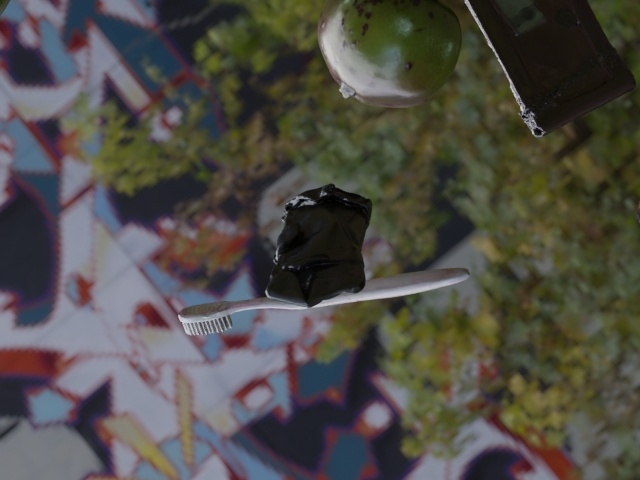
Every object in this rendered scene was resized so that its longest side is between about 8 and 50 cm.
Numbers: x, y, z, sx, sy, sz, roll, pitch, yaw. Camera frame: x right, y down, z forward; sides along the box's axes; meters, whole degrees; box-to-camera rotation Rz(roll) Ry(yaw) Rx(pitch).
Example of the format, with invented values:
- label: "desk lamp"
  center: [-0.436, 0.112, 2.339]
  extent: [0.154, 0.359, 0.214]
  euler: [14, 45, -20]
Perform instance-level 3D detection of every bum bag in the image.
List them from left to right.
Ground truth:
- label: "bum bag"
  center: [0.000, 0.000, 1.472]
  extent: [0.198, 0.087, 0.049]
  euler: [-80, -12, -61]
- label: "bum bag"
  center: [0.198, -0.180, 1.464]
  extent: [0.159, 0.109, 0.026]
  euler: [63, 164, 7]

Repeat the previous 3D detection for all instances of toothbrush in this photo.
- label: "toothbrush"
  center: [0.002, 0.061, 1.677]
  extent: [0.025, 0.307, 0.029]
  euler: [-77, -27, -56]

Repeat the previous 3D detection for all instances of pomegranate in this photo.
- label: "pomegranate"
  center: [0.086, -0.236, 1.780]
  extent: [0.159, 0.205, 0.159]
  euler: [33, -169, -7]

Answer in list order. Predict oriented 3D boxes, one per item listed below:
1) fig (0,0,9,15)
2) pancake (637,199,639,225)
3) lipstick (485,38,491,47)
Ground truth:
- label: "fig"
  center: [-0.375, -0.247, 1.354]
  extent: [0.316, 0.316, 0.316]
  euler: [51, -178, -2]
- label: "pancake"
  center: [0.460, 0.042, 1.663]
  extent: [0.356, 0.065, 0.356]
  euler: [44, 162, 18]
- label: "lipstick"
  center: [0.289, -0.390, 1.940]
  extent: [0.077, 0.077, 0.418]
  euler: [52, 138, 29]
